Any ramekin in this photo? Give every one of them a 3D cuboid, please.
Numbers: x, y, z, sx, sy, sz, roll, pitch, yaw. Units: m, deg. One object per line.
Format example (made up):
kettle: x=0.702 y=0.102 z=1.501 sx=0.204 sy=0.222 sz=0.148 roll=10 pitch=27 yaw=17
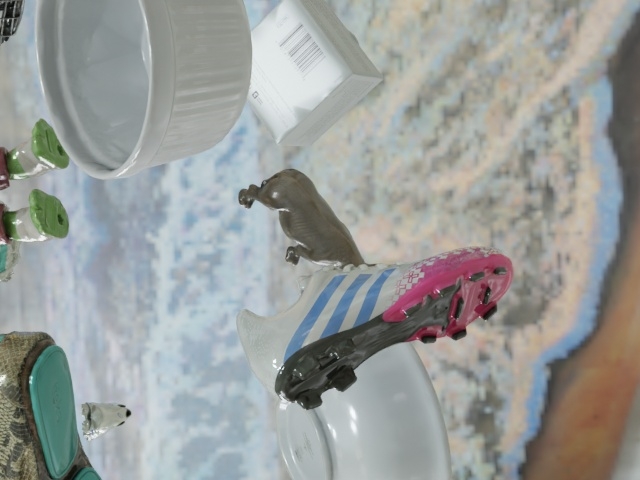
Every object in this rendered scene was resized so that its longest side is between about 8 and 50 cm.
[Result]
ramekin: x=-0.146 y=-0.160 z=1.174 sx=0.207 sy=0.109 sz=0.207 roll=19 pitch=114 yaw=51

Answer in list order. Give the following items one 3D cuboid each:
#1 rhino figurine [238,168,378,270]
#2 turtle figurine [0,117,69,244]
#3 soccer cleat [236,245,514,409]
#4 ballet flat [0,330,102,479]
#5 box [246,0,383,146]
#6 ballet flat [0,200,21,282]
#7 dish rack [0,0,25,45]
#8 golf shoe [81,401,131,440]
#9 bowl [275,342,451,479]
rhino figurine: x=0.000 y=0.000 z=1.932 sx=0.243 sy=0.073 sz=0.106 roll=49 pitch=145 yaw=-10
turtle figurine: x=-0.420 y=-0.052 z=1.503 sx=0.197 sy=0.266 sz=0.274 roll=-76 pitch=-32 yaw=-59
soccer cleat: x=0.059 y=0.063 z=1.564 sx=0.143 sy=0.331 sz=0.116 roll=47 pitch=149 yaw=36
ballet flat: x=-0.401 y=0.333 z=1.978 sx=0.164 sy=0.182 sz=0.482 roll=-56 pitch=-40 yaw=-54
box: x=-0.032 y=-0.275 z=2.277 sx=0.181 sy=0.182 sz=0.119 roll=55 pitch=-156 yaw=16
ballet flat: x=-0.533 y=-0.109 z=1.844 sx=0.409 sy=0.147 sz=0.147 roll=42 pitch=158 yaw=12
dish rack: x=-0.452 y=-0.262 z=1.485 sx=0.208 sy=0.272 sz=0.074 roll=129 pitch=133 yaw=-63
golf shoe: x=-0.370 y=0.311 z=2.437 sx=0.176 sy=0.086 sz=0.069 roll=150 pitch=114 yaw=-80
bowl: x=0.032 y=0.240 z=1.763 sx=0.298 sy=0.134 sz=0.297 roll=41 pitch=137 yaw=53
